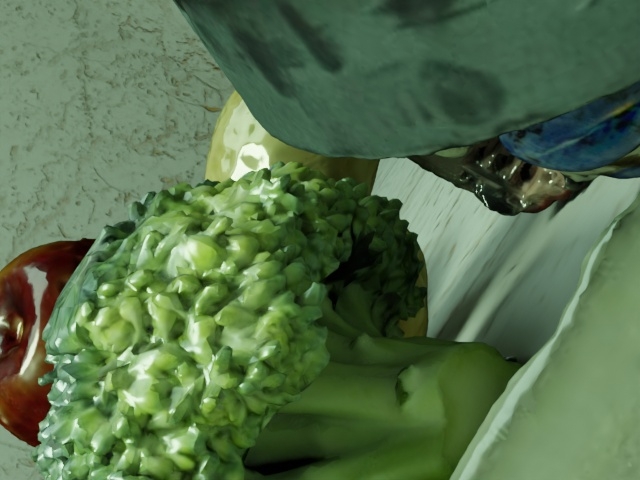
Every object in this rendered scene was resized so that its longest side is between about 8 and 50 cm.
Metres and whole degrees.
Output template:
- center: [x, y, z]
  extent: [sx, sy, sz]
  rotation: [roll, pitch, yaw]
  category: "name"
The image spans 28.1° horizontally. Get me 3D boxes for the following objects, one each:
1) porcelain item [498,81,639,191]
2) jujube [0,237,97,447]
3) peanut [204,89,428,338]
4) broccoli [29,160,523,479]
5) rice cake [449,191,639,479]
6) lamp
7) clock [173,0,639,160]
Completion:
- center: [0.140, -0.150, 0.498]
  extent: [0.186, 0.138, 0.288]
  rotation: [-38, 18, 46]
  category: "porcelain item"
- center: [-0.090, 0.070, 0.799]
  extent: [0.190, 0.255, 0.190]
  rotation: [-18, 65, 45]
  category: "jujube"
- center: [0.000, 0.000, 0.678]
  extent: [0.103, 0.098, 0.229]
  rotation: [-73, -27, -53]
  category: "peanut"
- center: [-0.015, 0.065, 0.514]
  extent: [0.176, 0.226, 0.198]
  rotation: [13, 107, 52]
  category: "broccoli"
- center: [0.068, 0.051, 0.319]
  extent: [0.256, 0.057, 0.052]
  rotation: [-58, 5, -1]
  category: "rice cake"
- center: [0.124, -0.130, 0.675]
  extent: [0.253, 0.118, 0.118]
  rotation: [-62, 5, -32]
  category: "lamp"
- center: [0.083, -0.161, 0.403]
  extent: [0.319, 0.066, 0.319]
  rotation: [-32, 29, 20]
  category: "clock"
